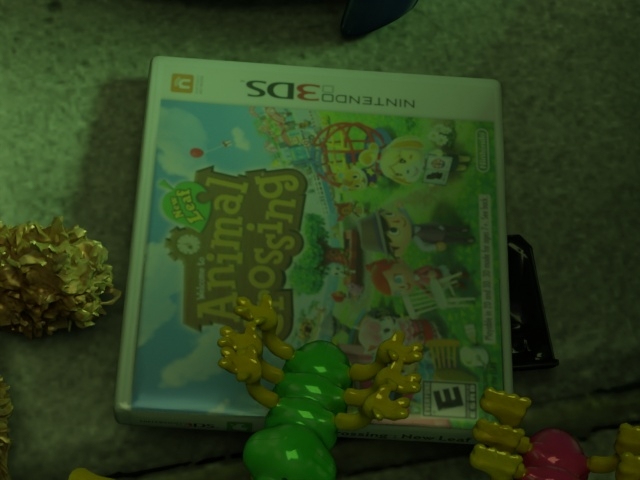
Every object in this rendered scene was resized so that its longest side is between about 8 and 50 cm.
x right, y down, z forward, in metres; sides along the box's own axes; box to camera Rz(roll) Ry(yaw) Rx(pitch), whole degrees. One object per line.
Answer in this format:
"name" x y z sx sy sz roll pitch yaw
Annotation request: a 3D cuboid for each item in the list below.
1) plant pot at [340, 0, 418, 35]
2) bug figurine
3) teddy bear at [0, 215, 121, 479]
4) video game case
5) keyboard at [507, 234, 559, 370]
"plant pot" -0.010 -0.260 0.827 0.212 0.236 0.236 19 65 -4
"bug figurine" 0.033 0.141 0.663 0.279 0.072 0.216 18 49 4
"teddy bear" -0.222 0.047 0.730 0.245 0.113 0.338 8 65 -4
"video game case" 0.000 0.000 0.801 0.193 0.023 0.212 4 60 -3
"keyboard" 0.030 0.052 0.800 0.180 0.023 0.108 -4 60 -7
